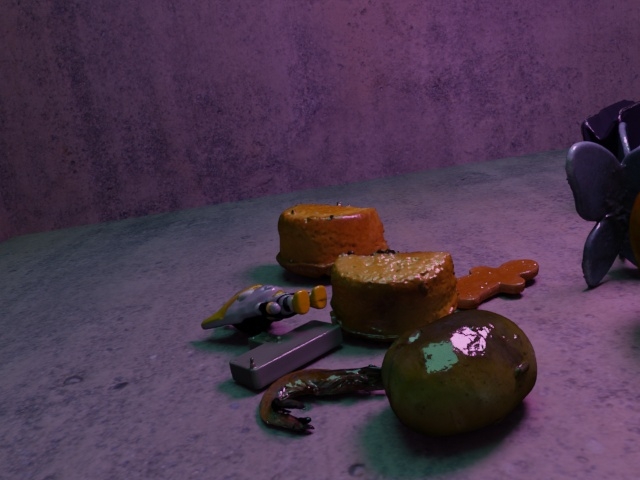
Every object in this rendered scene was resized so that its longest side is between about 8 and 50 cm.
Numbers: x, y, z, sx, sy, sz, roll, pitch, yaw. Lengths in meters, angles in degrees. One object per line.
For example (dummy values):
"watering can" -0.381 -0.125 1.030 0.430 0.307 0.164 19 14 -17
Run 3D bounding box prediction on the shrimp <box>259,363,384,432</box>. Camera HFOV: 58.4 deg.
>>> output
"shrimp" 0.005 0.241 0.901 0.219 0.046 0.152 -10 13 12

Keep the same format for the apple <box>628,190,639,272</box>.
"apple" 0.672 -0.004 0.895 0.339 0.340 0.339 -9 14 2

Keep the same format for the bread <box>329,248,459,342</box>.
"bread" 0.135 0.114 1.113 0.260 0.160 0.147 1 22 15

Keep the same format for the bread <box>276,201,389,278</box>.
"bread" 0.000 0.000 1.551 0.340 0.194 0.179 5 12 35

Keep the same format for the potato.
"potato" 0.197 0.183 0.818 0.228 0.149 0.197 -9 28 -10

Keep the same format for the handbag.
"handbag" 0.925 -0.252 1.727 0.303 0.329 0.122 -25 19 -33

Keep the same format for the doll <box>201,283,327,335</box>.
"doll" -0.121 0.144 1.196 0.316 0.103 0.145 -15 20 46

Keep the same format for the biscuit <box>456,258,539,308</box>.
"biscuit" 0.379 0.096 1.272 0.250 0.036 0.165 -18 17 -20

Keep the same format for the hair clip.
"hair clip" 0.694 -0.074 1.180 0.238 0.318 0.392 5 18 41

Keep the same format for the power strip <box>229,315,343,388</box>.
"power strip" -0.081 0.201 1.089 0.215 0.061 0.145 -20 13 -40
